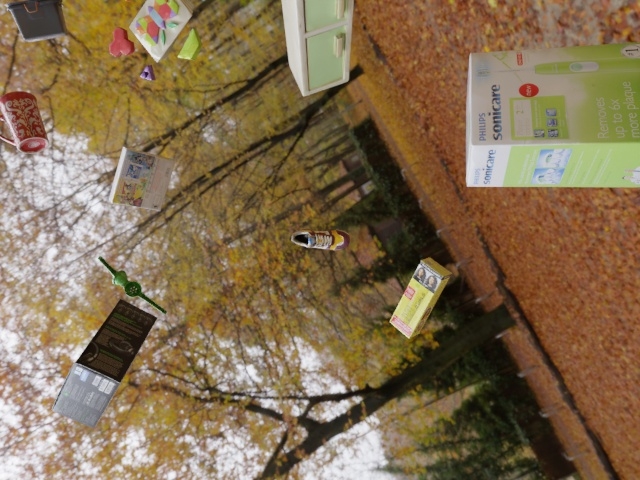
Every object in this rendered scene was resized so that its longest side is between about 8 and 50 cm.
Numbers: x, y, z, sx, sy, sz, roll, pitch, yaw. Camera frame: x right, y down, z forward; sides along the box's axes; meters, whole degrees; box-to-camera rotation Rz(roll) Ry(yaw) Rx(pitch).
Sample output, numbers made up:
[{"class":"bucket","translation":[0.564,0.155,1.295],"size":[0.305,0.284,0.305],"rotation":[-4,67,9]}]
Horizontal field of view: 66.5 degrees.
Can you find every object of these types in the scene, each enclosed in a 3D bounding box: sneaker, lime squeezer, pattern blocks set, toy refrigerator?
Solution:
[{"class":"sneaker","translation":[0.000,0.000,1.545],"size":[0.084,0.185,0.070],"rotation":[-28,-62,-70]},{"class":"lime squeezer","translation":[-0.666,0.155,1.682],"size":[0.310,0.059,0.110],"rotation":[53,168,-33]},{"class":"pattern blocks set","translation":[-0.428,-0.590,1.306],"size":[0.285,0.325,0.026],"rotation":[37,-158,12]},{"class":"toy refrigerator","translation":[-0.004,-0.381,0.871],"size":[0.269,0.102,0.094],"rotation":[88,160,-71]}]

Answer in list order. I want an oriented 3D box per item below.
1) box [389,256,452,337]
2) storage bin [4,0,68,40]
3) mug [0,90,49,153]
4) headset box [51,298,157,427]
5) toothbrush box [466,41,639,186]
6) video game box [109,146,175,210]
[{"class":"box","translation":[0.290,0.169,1.427],"size":[0.058,0.232,0.087],"rotation":[-12,-138,-46]},{"class":"storage bin","translation":[-0.752,-0.592,1.311],"size":[0.098,0.135,0.091],"rotation":[-137,32,-68]},{"class":"mug","translation":[-0.956,-0.364,1.567],"size":[0.169,0.150,0.113],"rotation":[63,-157,12]},{"class":"headset box","translation":[-0.621,0.349,1.433],"size":[0.131,0.246,0.283],"rotation":[30,-149,-12]},{"class":"toothbrush box","translation":[0.390,-0.203,0.808],"size":[0.122,0.283,0.206],"rotation":[65,-150,-59]},{"class":"video game box","translation":[-0.653,-0.221,1.791],"size":[0.187,0.205,0.048],"rotation":[9,-163,-45]}]
